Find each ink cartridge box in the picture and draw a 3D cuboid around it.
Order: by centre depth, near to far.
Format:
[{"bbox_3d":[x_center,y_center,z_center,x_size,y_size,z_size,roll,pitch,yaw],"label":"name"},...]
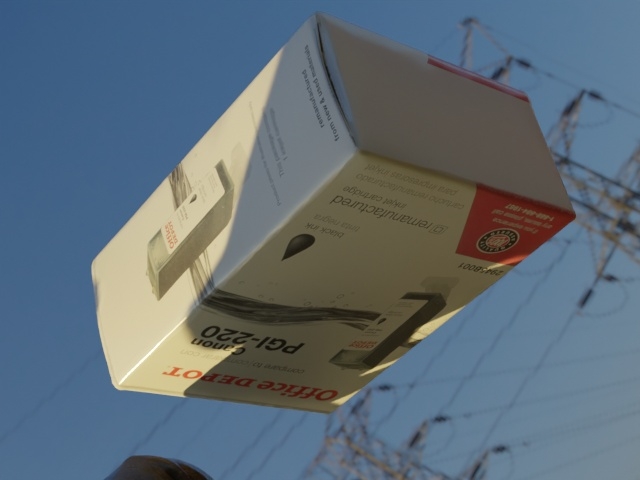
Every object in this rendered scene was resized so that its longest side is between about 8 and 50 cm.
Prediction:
[{"bbox_3d":[0.000,0.000,0.644,0.159,0.092,0.218,13,-41,-38],"label":"ink cartridge box"}]

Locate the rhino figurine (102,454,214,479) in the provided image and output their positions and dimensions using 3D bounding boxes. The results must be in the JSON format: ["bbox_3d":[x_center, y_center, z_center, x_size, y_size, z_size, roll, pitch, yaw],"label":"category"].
[{"bbox_3d":[-0.124,0.206,0.662,0.243,0.106,0.073,-44,-8,27],"label":"rhino figurine"}]
